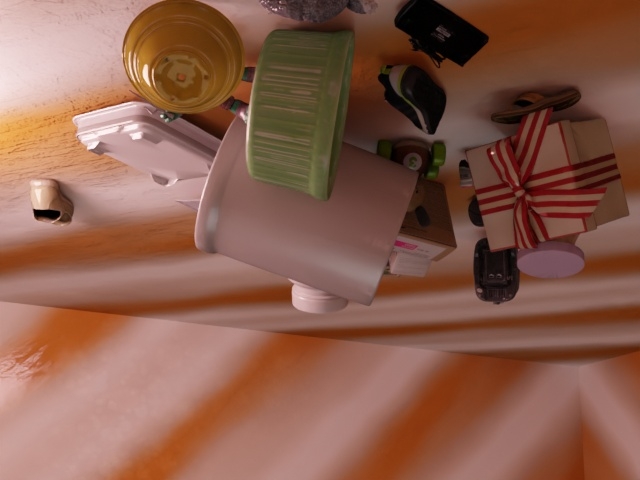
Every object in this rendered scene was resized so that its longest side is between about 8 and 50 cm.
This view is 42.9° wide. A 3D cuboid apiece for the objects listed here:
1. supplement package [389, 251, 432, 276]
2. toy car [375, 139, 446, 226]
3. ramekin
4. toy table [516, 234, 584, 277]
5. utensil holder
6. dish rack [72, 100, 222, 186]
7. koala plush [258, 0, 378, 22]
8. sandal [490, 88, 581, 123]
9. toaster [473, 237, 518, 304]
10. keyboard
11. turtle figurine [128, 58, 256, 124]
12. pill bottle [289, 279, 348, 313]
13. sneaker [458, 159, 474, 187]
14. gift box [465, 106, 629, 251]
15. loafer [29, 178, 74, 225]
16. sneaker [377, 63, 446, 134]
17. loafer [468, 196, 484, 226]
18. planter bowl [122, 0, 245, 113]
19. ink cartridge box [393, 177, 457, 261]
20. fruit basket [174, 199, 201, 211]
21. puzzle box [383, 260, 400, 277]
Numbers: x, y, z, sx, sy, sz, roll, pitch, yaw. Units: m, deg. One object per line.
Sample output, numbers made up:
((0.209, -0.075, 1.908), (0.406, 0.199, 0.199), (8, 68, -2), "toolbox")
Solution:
((0.264, 0.004, 2.282), (0.105, 0.105, 0.179), (7, 138, -10), "supplement package")
((0.202, -0.124, 1.878), (0.155, 0.188, 0.149), (4, 161, -3), "toy car")
((-0.035, -0.231, 1.453), (0.148, 0.303, 0.303), (9, 161, 4), "ramekin")
((0.622, -0.007, 2.201), (0.252, 0.161, 0.274), (-1, 161, 9), "toy table")
((-0.023, -0.069, 1.714), (0.385, 0.328, 0.327), (20, 161, 3), "utensil holder")
((-0.375, -0.207, 1.869), (0.285, 0.072, 0.333), (-4, 160, 38), "dish rack")
((-0.012, -0.386, 1.183), (0.196, 0.203, 0.221), (1, 173, 7), "koala plush")
((0.428, -0.275, 1.630), (0.180, 0.049, 0.072), (-17, 169, 11), "sandal")
((0.526, 0.076, 2.419), (0.129, 0.227, 0.146), (-3, 178, 19), "toaster")
((0.202, -0.368, 1.430), (0.192, 0.038, 0.100), (20, 132, -38), "keyboard")
((-0.230, -0.308, 1.533), (0.234, 0.118, 0.175), (15, 119, -9), "turtle figurine")
((0.000, 0.000, 1.997), (0.188, 0.334, 0.188), (0, -162, 0), "pill bottle")
((0.396, -0.179, 1.885), (0.170, 0.075, 0.063), (-18, -173, 0), "sneaker")
((0.476, -0.129, 1.678), (0.258, 0.255, 0.276), (-14, 174, -46), "gift box")
((-0.760, -0.088, 2.275), (0.102, 0.092, 0.268), (3, 161, -1), "loafer")
((0.178, -0.290, 1.610), (0.097, 0.084, 0.234), (21, 169, 28), "sneaker")
((0.504, -0.102, 2.069), (0.095, 0.109, 0.302), (-8, 175, -32), "loafer")
((-0.239, -0.300, 1.414), (0.217, 0.090, 0.217), (-3, 125, -4), "planter bowl")
((0.211, -0.067, 2.021), (0.234, 0.193, 0.088), (14, 145, -29), "ink cartridge box")
((-0.163, -0.072, 2.208), (0.353, 0.165, 0.327), (7, 168, 41), "fruit basket")
((0.162, 0.027, 2.538), (0.272, 0.052, 0.409), (6, 161, -6), "puzzle box")
